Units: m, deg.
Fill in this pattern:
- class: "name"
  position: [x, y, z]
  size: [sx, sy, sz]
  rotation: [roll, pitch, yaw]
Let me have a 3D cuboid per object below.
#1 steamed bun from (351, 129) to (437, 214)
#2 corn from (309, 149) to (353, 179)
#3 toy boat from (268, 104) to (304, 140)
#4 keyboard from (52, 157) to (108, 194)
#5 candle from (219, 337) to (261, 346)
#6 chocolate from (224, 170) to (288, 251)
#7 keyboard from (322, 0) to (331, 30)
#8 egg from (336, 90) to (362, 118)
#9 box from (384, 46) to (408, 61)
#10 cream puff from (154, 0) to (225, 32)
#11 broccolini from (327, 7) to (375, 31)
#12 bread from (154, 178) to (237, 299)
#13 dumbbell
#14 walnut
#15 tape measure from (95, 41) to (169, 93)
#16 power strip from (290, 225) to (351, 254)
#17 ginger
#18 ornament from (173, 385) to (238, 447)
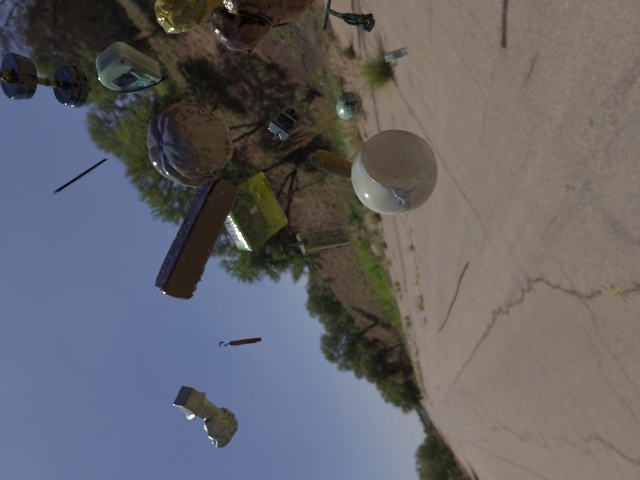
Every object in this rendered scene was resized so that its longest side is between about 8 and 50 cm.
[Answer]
- class: "steamed bun"
  position: [0.270, -0.241, 1.657]
  size: [0.206, 0.324, 0.324]
  rotation: [93, 155, -59]
- class: "corn"
  position: [0.070, -0.356, 2.114]
  size: [0.262, 0.097, 0.097]
  rotation: [21, -173, -4]
- class: "toy boat"
  position: [-0.119, -0.477, 1.755]
  size: [0.093, 0.103, 0.246]
  rotation: [36, -140, -7]
- class: "keyboard"
  position: [-0.783, -0.212, 1.466]
  size: [0.074, 0.196, 0.015]
  rotation: [-10, 122, 51]
- class: "candle"
  position: [-0.295, 0.376, 1.662]
  size: [0.026, 0.167, 0.021]
  rotation: [9, 96, 54]
- class: "chocolate"
  position: [-0.339, -0.136, 2.150]
  size: [0.289, 0.137, 0.301]
  rotation: [-43, -65, -43]
- class: "keyboard"
  position: [0.033, -1.100, 2.168]
  size: [0.053, 0.010, 0.155]
  rotation: [-122, 40, -63]
- class: "egg"
  position: [0.148, -0.700, 2.341]
  size: [0.132, 0.132, 0.172]
  rotation: [64, 151, 10]
- class: "box"
  position: [0.278, -0.682, 1.643]
  size: [0.054, 0.083, 0.024]
  rotation: [-77, -29, -57]
- class: "cream puff"
  position: [-0.592, -1.081, 1.986]
  size: [0.324, 0.291, 0.257]
  rotation: [14, 130, 34]
- class: "broccolini"
  position: [0.123, -0.898, 1.833]
  size: [0.091, 0.203, 0.068]
  rotation: [-43, -36, -73]
- class: "bread"
  position: [-0.416, -0.007, 1.511]
  size: [0.113, 0.416, 0.165]
  rotation: [28, 170, -32]
- class: "dumbbell"
  position: [-1.163, -0.670, 1.898]
  size: [0.388, 0.185, 0.185]
  rotation: [-10, -110, -56]
- class: "walnut"
  position: [-0.385, -0.288, 1.345]
  size: [0.248, 0.248, 0.248]
  rotation: [63, -178, -5]
- class: "tape measure"
  position: [-0.774, -0.670, 1.819]
  size: [0.235, 0.207, 0.115]
  rotation: [13, -126, -60]
- class: "power strip"
  position: [0.000, 0.000, 1.831]
  size: [0.092, 0.268, 0.034]
  rotation: [68, 151, 25]
- class: "ginger"
  position: [-0.193, -0.745, 1.460]
  size: [0.176, 0.418, 0.254]
  rotation: [45, 138, 1]
- class: "ornament"
  position: [-0.428, 0.650, 1.695]
  size: [0.120, 0.130, 0.285]
  rotation: [-18, 115, 48]
